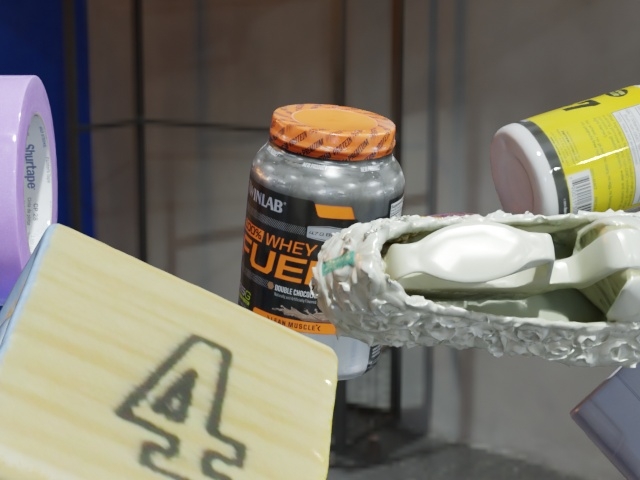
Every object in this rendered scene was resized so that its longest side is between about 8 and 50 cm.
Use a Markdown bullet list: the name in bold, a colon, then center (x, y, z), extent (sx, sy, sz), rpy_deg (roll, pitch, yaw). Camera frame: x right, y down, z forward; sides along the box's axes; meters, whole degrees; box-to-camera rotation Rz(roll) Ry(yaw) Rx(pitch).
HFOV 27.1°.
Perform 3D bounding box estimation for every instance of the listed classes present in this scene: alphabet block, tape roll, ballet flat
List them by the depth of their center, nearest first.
- **alphabet block**: center (-0.123, 0.142, 0.778), extent (0.197, 0.192, 0.193), rpy_deg (27, 37, -15)
- **ballet flat**: center (0.197, 0.034, 1.148), extent (0.408, 0.147, 0.147), rpy_deg (-1, 11, -17)
- **tape roll**: center (-0.380, -0.059, 1.587), extent (0.090, 0.275, 0.275), rpy_deg (-1, 11, -1)

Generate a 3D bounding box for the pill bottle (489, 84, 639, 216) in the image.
- **pill bottle**: center (0.283, -0.083, 1.300), extent (0.208, 0.119, 0.119), rpy_deg (-18, 15, -14)

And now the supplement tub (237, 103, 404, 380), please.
- **supplement tub**: center (0.000, 0.000, 1.778), extent (0.207, 0.338, 0.207), rpy_deg (5, 18, -2)

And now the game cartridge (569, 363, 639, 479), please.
- **game cartridge**: center (0.428, 0.152, 1.361), extent (0.294, 0.196, 0.060), rpy_deg (-42, -7, -4)

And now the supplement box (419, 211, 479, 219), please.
- **supplement box**: center (0.168, -0.007, 1.756), extent (0.083, 0.055, 0.043), rpy_deg (-8, 9, -44)
